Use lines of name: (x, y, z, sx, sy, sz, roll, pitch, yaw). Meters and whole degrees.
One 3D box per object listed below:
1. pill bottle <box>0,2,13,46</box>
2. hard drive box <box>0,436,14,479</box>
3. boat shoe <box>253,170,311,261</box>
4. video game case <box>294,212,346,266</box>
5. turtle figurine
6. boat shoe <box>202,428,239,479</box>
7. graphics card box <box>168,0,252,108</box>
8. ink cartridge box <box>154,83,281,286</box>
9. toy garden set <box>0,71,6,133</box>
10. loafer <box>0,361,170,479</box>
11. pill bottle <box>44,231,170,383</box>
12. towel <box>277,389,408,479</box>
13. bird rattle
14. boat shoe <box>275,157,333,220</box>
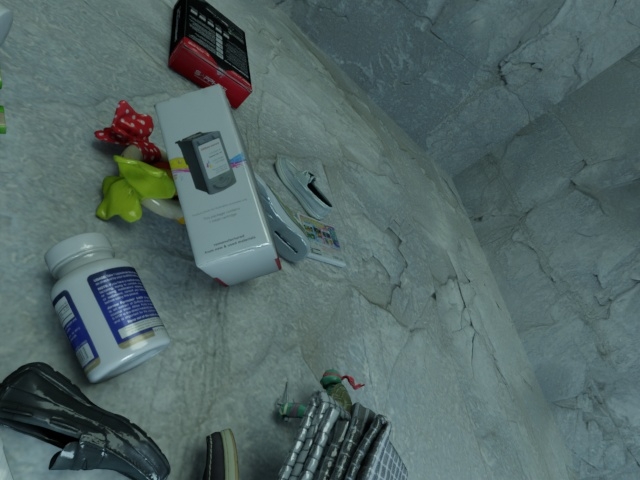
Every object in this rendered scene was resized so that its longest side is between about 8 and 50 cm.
pill bottle: (-0.620, -0.382, 0.585, 0.272, 0.152, 0.152, 33, 35, -30)
hard drive box: (-0.373, 0.263, 0.307, 0.232, 0.089, 0.181, -12, 68, -57)
boat shoe: (-0.138, -0.071, 1.000, 0.302, 0.109, 0.094, 50, 13, -22)
video game case: (0.000, 0.000, 1.177, 0.157, 0.019, 0.143, 19, 44, -43)
turtle figurine: (0.009, 0.329, 0.752, 0.175, 0.118, 0.234, 26, 46, -32)
boat shoe: (-0.148, 0.377, 0.493, 0.092, 0.103, 0.285, 4, 47, -12)
graphics card box: (-0.338, -0.599, 1.266, 0.232, 0.094, 0.371, 24, 42, -40)
ink cartridge box: (-0.180, -0.087, 0.767, 0.226, 0.131, 0.306, 89, -19, -75)
toy garden set: (-0.542, -0.270, 0.529, 0.203, 0.049, 0.245, -9, 107, -45)
loafer: (-0.282, 0.236, 0.482, 0.223, 0.076, 0.078, 41, 37, -11)
pill bottle: (-0.301, 0.088, 0.569, 0.112, 0.112, 0.187, -15, 71, -58)
towel: (0.034, 0.391, 0.564, 0.235, 0.121, 0.284, 62, 42, -37)
bird rattle: (-0.334, -0.128, 0.791, 0.207, 0.143, 0.254, 38, 18, -45)
boat shoe: (-0.044, -0.169, 1.231, 0.228, 0.081, 0.079, 53, 30, 0)
